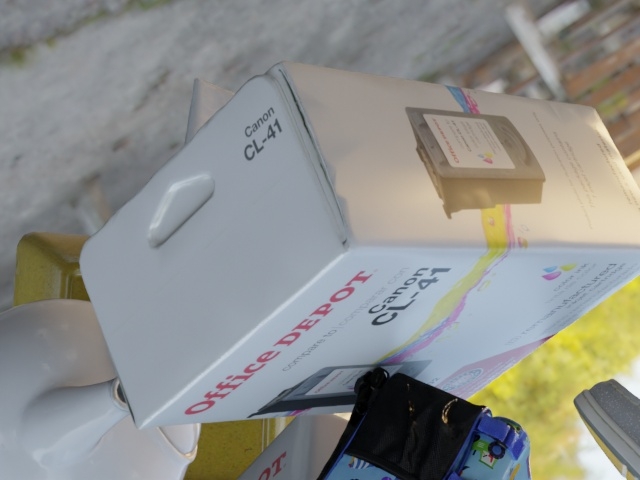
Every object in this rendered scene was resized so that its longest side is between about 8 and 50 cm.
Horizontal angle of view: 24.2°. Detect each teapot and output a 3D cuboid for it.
[{"bbox_3d":[-0.189,0.149,1.332,0.187,0.252,0.256,-27,-139,5],"label":"teapot"}]

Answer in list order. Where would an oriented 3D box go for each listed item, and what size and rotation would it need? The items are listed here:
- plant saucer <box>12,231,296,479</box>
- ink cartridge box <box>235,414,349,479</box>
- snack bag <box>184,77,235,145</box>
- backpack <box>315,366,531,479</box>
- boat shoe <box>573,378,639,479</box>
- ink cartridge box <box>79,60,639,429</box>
[{"bbox_3d":[-0.166,0.151,1.587,0.333,0.333,0.081,4,164,-9],"label":"plant saucer"},{"bbox_3d":[-0.029,0.356,1.067,0.279,0.160,0.385,-49,-158,38],"label":"ink cartridge box"},{"bbox_3d":[0.000,0.000,1.611,0.037,0.342,0.323,-48,-151,48],"label":"snack bag"},{"bbox_3d":[0.047,0.191,0.919,0.173,0.117,0.158,-54,151,-36],"label":"backpack"},{"bbox_3d":[0.346,0.210,1.205,0.103,0.320,0.118,-49,153,-6],"label":"boat shoe"},{"bbox_3d":[0.037,0.012,0.958,0.306,0.131,0.226,0,148,-45],"label":"ink cartridge box"}]
